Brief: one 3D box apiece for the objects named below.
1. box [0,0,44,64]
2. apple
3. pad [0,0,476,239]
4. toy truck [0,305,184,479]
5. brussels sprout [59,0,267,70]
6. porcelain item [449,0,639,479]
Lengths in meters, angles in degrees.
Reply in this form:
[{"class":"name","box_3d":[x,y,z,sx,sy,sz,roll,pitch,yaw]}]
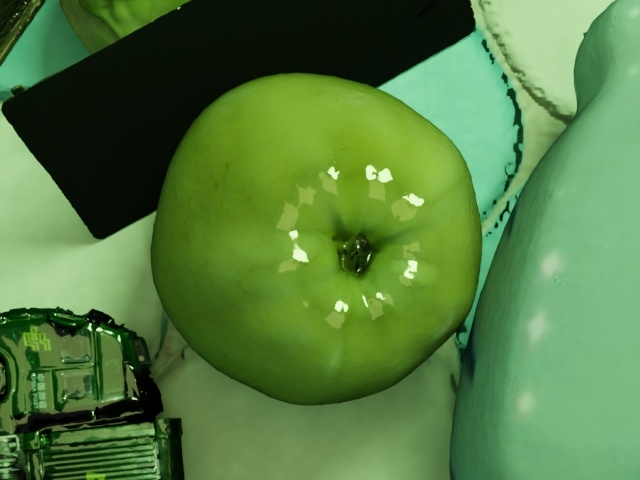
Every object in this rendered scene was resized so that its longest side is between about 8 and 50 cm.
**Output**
[{"class":"box","box_3d":[-0.230,-0.224,1.042,0.184,0.143,0.273,34,86,4]},{"class":"apple","box_3d":[0.000,0.000,0.995,0.200,0.200,0.200,0,83,1]},{"class":"pad","box_3d":[-0.038,-0.101,1.023,0.265,0.159,0.009,-29,59,-2]},{"class":"toy truck","box_3d":[-0.136,0.166,1.024,0.121,0.088,0.259,-6,85,1]},{"class":"brussels sprout","box_3d":[-0.068,-0.179,1.040,0.183,0.131,0.145,-19,128,-5]},{"class":"porcelain item","box_3d":[0.190,0.081,0.947,0.242,0.178,0.405,23,68,-30]}]
